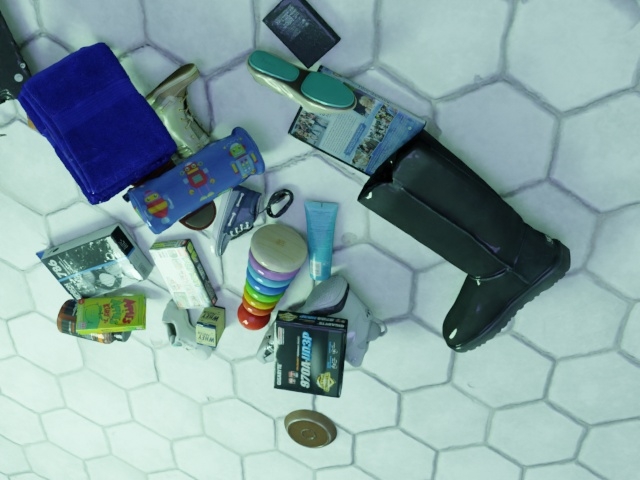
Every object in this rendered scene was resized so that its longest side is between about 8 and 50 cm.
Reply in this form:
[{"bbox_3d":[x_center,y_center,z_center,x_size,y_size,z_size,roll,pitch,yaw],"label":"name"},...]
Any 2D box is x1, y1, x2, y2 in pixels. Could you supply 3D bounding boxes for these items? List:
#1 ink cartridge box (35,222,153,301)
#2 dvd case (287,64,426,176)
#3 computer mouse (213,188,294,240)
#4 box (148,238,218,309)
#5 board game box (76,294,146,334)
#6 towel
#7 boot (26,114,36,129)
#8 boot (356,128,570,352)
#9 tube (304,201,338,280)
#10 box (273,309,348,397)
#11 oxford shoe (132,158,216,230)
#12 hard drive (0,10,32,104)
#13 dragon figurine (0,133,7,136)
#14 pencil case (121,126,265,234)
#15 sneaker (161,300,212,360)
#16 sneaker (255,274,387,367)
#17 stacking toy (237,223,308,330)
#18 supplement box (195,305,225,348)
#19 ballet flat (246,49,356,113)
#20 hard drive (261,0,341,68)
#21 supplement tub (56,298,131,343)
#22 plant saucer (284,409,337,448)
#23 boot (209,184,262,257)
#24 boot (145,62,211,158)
[{"bbox_3d":[-0.634,0.072,1.940,0.333,0.065,0.165,-17,120,28],"label":"ink cartridge box"},{"bbox_3d":[0.074,-0.242,1.521,0.253,0.022,0.180,27,129,-5],"label":"dvd case"},{"bbox_3d":[-0.162,-0.063,1.720,0.242,0.041,0.071,-23,95,24],"label":"computer mouse"},{"bbox_3d":[-0.364,0.093,1.891,0.114,0.036,0.206,-5,124,20],"label":"box"},{"bbox_3d":[-0.578,0.205,1.968,0.182,0.092,0.043,-4,156,0],"label":"board game box"},{"bbox_3d":[-0.474,-0.253,1.500,0.228,0.076,0.308,-36,82,-5],"label":"towel"},{"bbox_3d":[-0.581,-0.295,1.648,0.197,0.072,0.152,15,148,-19],"label":"boot"},{"bbox_3d":[0.261,0.018,1.561,0.445,0.146,0.367,33,116,-19],"label":"boot"},{"bbox_3d":[0.000,0.000,1.709,0.080,0.052,0.207,1,122,-1],"label":"tube"},{"bbox_3d":[-0.026,0.282,1.755,0.175,0.051,0.220,8,121,6],"label":"box"},{"bbox_3d":[-0.392,-0.158,1.645,0.348,0.123,0.130,51,167,-21],"label":"oxford shoe"},{"bbox_3d":[-0.795,-0.440,1.526,0.237,0.064,0.338,-25,125,-13],"label":"hard drive"},{"bbox_3d":[-0.869,-0.333,1.641,0.085,0.144,0.289,-38,107,-4],"label":"dragon figurine"},{"bbox_3d":[-0.273,-0.129,1.556,0.119,0.306,0.133,58,168,1],"label":"pencil case"},{"bbox_3d":[-0.386,0.277,1.998,0.080,0.094,0.212,-17,120,25],"label":"sneaker"},{"bbox_3d":[-0.001,0.257,1.840,0.210,0.137,0.366,41,123,-11],"label":"sneaker"},{"bbox_3d":[-0.144,0.113,1.791,0.141,0.141,0.330,24,134,-2],"label":"stacking toy"},{"bbox_3d":[-0.301,0.235,1.948,0.056,0.083,0.083,11,128,8],"label":"supplement box"},{"bbox_3d":[-0.040,-0.311,1.451,0.249,0.086,0.086,30,130,11],"label":"ballet flat"},{"bbox_3d":[-0.038,-0.421,1.419,0.094,0.022,0.135,-34,110,34],"label":"hard drive"},{"bbox_3d":[-0.645,0.238,2.038,0.198,0.106,0.106,13,128,8],"label":"supplement tub"},{"bbox_3d":[-0.034,0.582,2.165,0.169,0.029,0.168,8,128,10],"label":"plant saucer"},{"bbox_3d":[-0.201,-0.038,1.681,0.086,0.069,0.189,19,110,8],"label":"boot"},{"bbox_3d":[-0.297,-0.281,1.566,0.213,0.077,0.165,-27,114,39],"label":"boot"}]
